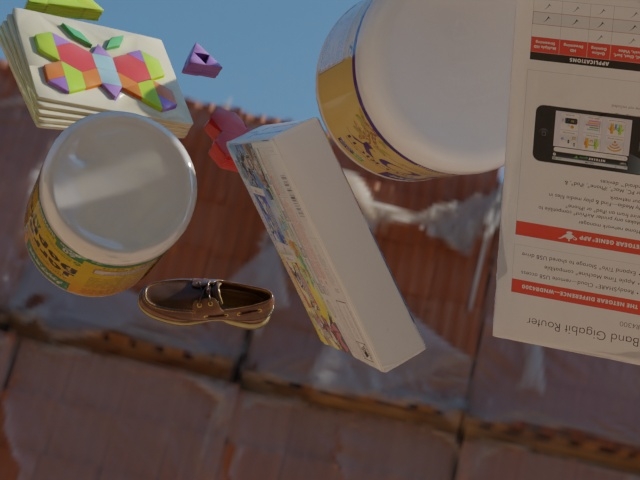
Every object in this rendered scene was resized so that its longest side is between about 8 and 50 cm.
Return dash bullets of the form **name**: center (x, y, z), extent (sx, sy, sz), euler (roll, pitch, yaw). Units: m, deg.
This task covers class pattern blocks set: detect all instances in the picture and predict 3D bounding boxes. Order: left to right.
- **pattern blocks set**: center (-0.217, -0.162, 1.282), extent (0.325, 0.285, 0.026), euler (-8, -37, -45)

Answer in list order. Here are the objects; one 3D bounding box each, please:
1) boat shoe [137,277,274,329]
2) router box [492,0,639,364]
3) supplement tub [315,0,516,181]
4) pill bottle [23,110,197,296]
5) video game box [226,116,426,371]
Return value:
- **boat shoe**: center (-0.145, 0.073, 1.673), extent (0.178, 0.064, 0.060), euler (6, -31, -16)
- **router box**: center (0.310, -0.044, 1.000), extent (0.336, 0.301, 0.082), euler (11, 23, 22)
- **supplement tub**: center (0.126, -0.192, 1.530), extent (0.241, 0.241, 0.331), euler (18, -3, -11)
- **pill bottle**: center (-0.175, -0.019, 1.035), extent (0.118, 0.117, 0.208), euler (19, -17, -13)
- **video game box**: center (0.000, 0.000, 1.074), extent (0.205, 0.048, 0.187), euler (65, -14, -10)
